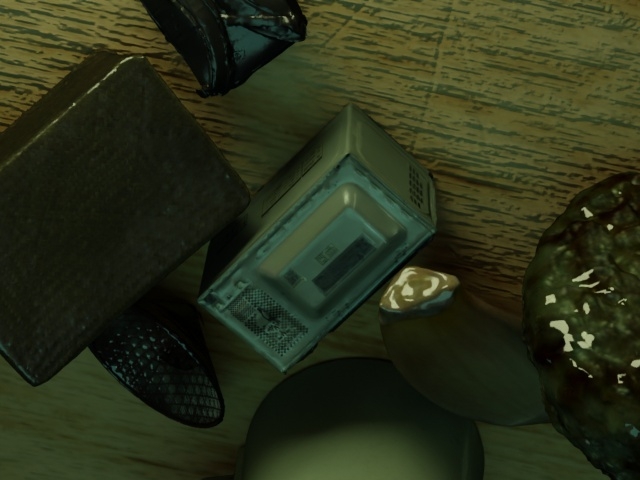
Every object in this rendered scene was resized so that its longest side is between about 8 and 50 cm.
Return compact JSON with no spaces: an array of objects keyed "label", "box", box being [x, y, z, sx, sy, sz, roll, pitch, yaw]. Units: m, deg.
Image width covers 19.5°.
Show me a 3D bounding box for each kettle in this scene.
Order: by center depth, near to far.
[{"label":"kettle","box":[-0.021,0.317,1.795,0.361,0.376,0.250,-1,118,5]}]

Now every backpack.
[{"label":"backpack","box":[-0.095,-0.222,1.678,0.120,0.106,0.165,-33,91,10]}]

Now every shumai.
[{"label":"shumai","box":[0.365,0.139,1.731,0.395,0.395,0.348,4,139,3]}]

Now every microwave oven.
[{"label":"microwave oven","box":[0.000,0.000,1.753,0.122,0.162,0.208,41,110,-16]}]

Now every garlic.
[{"label":"garlic","box":[0.151,0.101,1.784,0.143,0.112,0.318,-11,156,32]}]

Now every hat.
[{"label":"hat","box":[-0.152,0.094,1.865,0.193,0.082,0.193,30,151,18]}]

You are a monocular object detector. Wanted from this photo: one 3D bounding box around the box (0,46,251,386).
[{"label":"box","box":[-0.223,-0.026,1.704,0.273,0.143,0.184,-42,109,-8]}]
